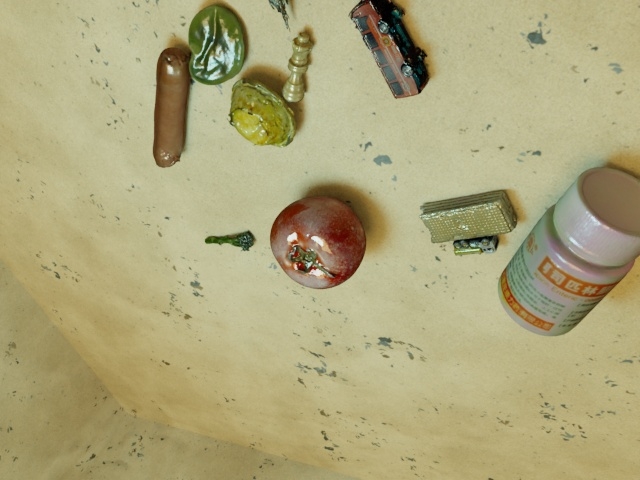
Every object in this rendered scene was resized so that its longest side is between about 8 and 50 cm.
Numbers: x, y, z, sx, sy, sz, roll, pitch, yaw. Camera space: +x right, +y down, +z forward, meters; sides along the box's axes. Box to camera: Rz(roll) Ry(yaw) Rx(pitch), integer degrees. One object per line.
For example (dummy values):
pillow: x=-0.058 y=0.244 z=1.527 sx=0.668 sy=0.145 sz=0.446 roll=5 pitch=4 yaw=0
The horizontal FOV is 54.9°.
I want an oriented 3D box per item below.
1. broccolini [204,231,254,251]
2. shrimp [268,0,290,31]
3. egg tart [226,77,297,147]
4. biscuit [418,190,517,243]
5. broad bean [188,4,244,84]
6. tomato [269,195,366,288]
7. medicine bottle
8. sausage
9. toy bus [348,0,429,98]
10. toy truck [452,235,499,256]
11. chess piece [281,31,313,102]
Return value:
broccolini: x=-0.306 y=0.005 z=2.080 sx=0.216 sy=0.058 sz=0.067 roll=-2 pitch=89 yaw=44
shrimp: x=-0.101 y=-0.559 z=1.332 sx=0.090 sy=0.079 sz=0.232 roll=46 pitch=161 yaw=46
egg tart: x=-0.157 y=-0.313 z=1.581 sx=0.213 sy=0.090 sz=0.212 roll=25 pitch=152 yaw=14
biscuit: x=0.368 y=-0.054 z=1.560 sx=0.239 sy=0.062 sz=0.108 roll=-9 pitch=126 yaw=39
broad bean: x=-0.258 y=-0.472 z=1.521 sx=0.153 sy=0.072 sz=0.206 roll=25 pitch=140 yaw=-11
tomato: x=0.000 y=0.000 z=1.723 sx=0.270 sy=0.227 sz=0.270 roll=13 pitch=127 yaw=17
medicine bottle: x=0.575 y=0.035 z=1.395 sx=0.219 sy=0.219 sz=0.388 roll=26 pitch=140 yaw=7
sausage: x=-0.421 y=-0.357 z=1.729 sx=0.094 sy=0.094 sz=0.419 roll=25 pitch=140 yaw=2
toy bus: x=0.150 y=-0.416 z=1.319 sx=0.096 sy=0.073 sz=0.235 roll=-6 pitch=129 yaw=46
toy truck: x=0.404 y=0.009 z=1.610 sx=0.123 sy=0.052 sz=0.063 roll=-7 pitch=131 yaw=39
chess piece: x=-0.053 y=-0.414 z=1.465 sx=0.060 sy=0.060 sz=0.172 roll=26 pitch=138 yaw=8
